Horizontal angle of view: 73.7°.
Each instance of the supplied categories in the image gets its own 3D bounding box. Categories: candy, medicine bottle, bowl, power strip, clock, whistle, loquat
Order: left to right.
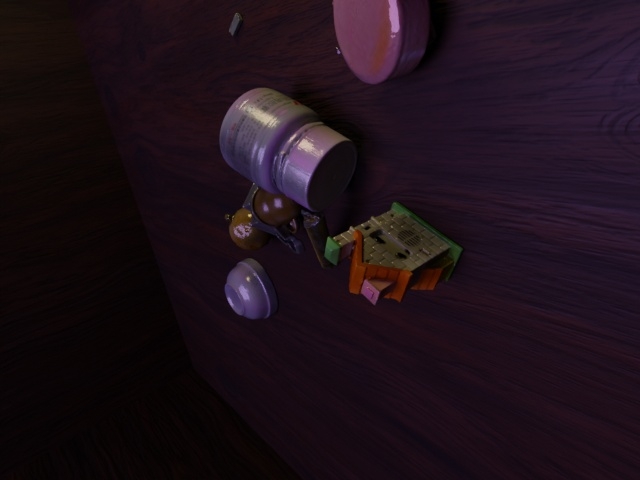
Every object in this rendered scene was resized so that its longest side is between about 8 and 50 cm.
[{"bbox_3d":[-0.268,-0.679,1.346,0.083,0.017,0.027,-33,83,56],"label":"power strip"},{"bbox_3d":[-0.331,0.238,1.930,0.287,0.144,0.287,33,136,38],"label":"bowl"},{"bbox_3d":[-0.270,-0.051,1.626,0.172,0.205,0.149,-56,20,27],"label":"loquat"},{"bbox_3d":[-0.086,-0.245,1.167,0.325,0.256,0.256,35,137,26],"label":"medicine bottle"},{"bbox_3d":[-0.001,0.001,1.274,0.068,0.057,0.326,23,161,20],"label":"whistle"},{"bbox_3d":[0.113,-0.445,0.866,0.255,0.094,0.255,53,156,36],"label":"candy"},{"bbox_3d":[0.162,0.042,1.013,0.220,0.255,0.106,42,141,31],"label":"clock"}]

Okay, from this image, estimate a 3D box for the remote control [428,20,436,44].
[{"bbox_3d":[0.167,-0.510,0.851,0.067,0.029,0.261,-14,98,64],"label":"remote control"}]

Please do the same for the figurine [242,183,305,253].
[{"bbox_3d":[-0.145,-0.120,1.416,0.342,0.167,0.285,48,158,-13],"label":"figurine"}]
